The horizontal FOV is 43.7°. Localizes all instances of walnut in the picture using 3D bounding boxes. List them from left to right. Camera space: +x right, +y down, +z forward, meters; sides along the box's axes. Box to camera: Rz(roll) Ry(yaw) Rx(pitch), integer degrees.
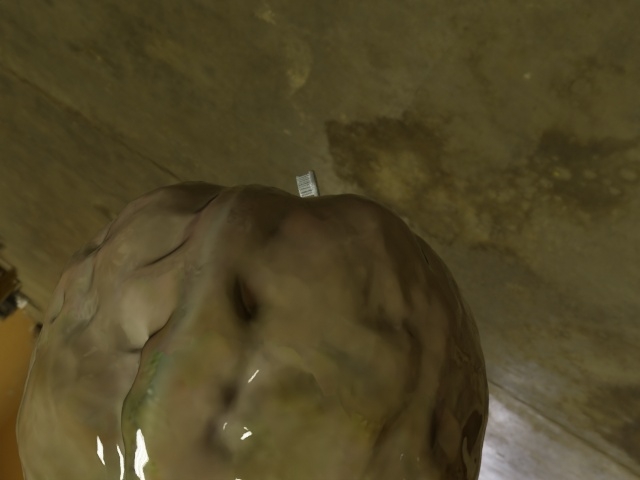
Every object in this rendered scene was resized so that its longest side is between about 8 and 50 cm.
[{"bbox_3d":[-0.035,0.090,0.433,0.248,0.248,0.248,29,157,13],"label":"walnut"}]

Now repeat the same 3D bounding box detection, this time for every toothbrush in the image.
[{"bbox_3d":[0.000,0.000,1.014,0.354,0.029,0.024,-103,-6,-56],"label":"toothbrush"}]
